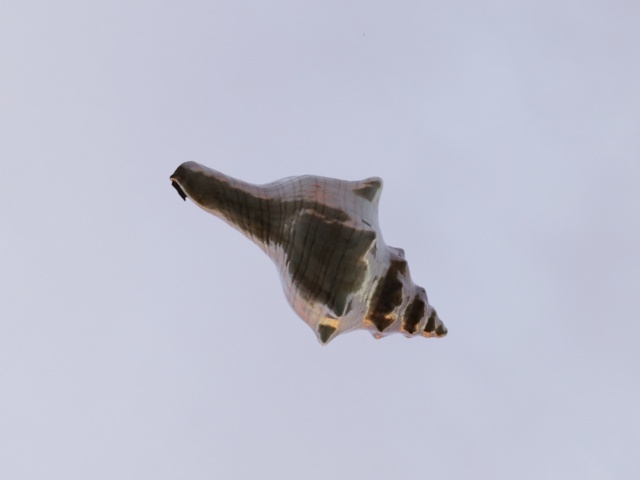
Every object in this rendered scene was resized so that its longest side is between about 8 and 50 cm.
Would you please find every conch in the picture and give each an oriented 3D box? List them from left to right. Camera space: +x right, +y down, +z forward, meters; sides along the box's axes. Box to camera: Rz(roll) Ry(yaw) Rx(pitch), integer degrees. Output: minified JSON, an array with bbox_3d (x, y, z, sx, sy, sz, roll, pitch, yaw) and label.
[{"bbox_3d":[0.013,-0.003,0.922,0.114,0.137,0.234,-35,-90,38],"label":"conch"}]
